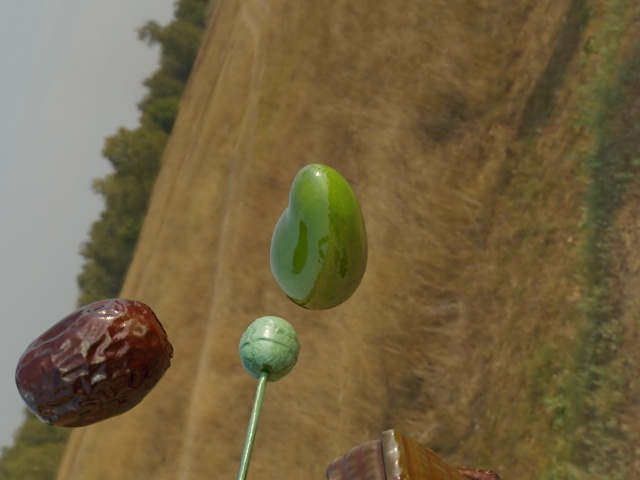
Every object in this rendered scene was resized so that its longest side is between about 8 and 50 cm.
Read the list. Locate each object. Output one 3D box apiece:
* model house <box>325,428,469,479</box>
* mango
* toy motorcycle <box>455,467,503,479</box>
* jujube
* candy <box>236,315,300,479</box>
[{"bbox_3d":[0.093,0.273,0.805,0.229,0.219,0.199,78,-160,-52],"label":"model house"},{"bbox_3d":[0.000,0.000,1.522,0.175,0.143,0.293,54,155,27],"label":"mango"},{"bbox_3d":[0.241,0.378,1.084,0.134,0.401,0.207,-47,10,-24],"label":"toy motorcycle"},{"bbox_3d":[-0.357,0.197,1.559,0.243,0.183,0.183,-30,8,-7],"label":"jujube"},{"bbox_3d":[-0.119,0.324,1.782,0.119,0.119,0.440,121,164,-46],"label":"candy"}]
